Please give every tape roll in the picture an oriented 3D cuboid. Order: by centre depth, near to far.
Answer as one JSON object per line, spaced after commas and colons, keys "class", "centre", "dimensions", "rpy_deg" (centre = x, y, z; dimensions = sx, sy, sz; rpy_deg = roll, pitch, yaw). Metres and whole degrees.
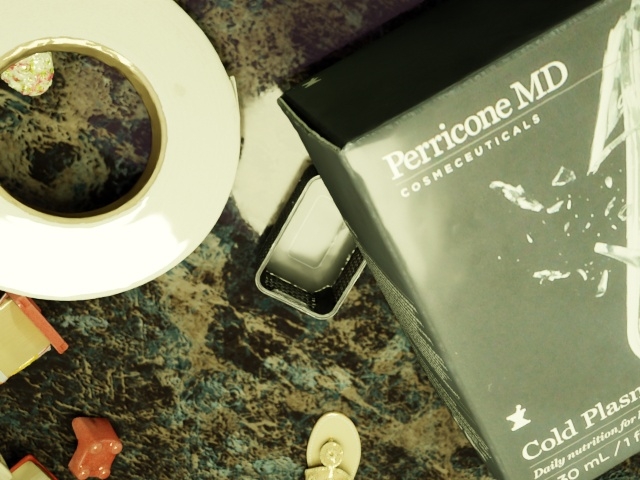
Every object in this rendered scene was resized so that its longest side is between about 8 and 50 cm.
{"class": "tape roll", "centre": [-0.286, -0.125, 0.719], "dimensions": [0.393, 0.072, 0.391], "rpy_deg": [-4, 99, -25]}

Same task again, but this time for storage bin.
{"class": "storage bin", "centre": [0.000, 0.000, 0.847], "dimensions": [0.122, 0.084, 0.180], "rpy_deg": [27, 103, -12]}

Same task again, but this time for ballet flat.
{"class": "ballet flat", "centre": [-0.384, -0.290, 0.731], "dimensions": [0.091, 0.077, 0.240], "rpy_deg": [-10, 109, -2]}

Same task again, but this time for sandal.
{"class": "sandal", "centre": [0.015, 0.394, 0.977], "dimensions": [0.088, 0.079, 0.239], "rpy_deg": [9, 107, -7]}

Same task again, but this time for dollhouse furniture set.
{"class": "dollhouse furniture set", "centre": [-0.420, 0.223, 0.849], "dimensions": [0.201, 0.152, 0.374], "rpy_deg": [-39, 135, -23]}

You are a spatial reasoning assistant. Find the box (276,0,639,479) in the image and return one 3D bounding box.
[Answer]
{"class": "box", "centre": [0.286, -0.051, 0.685], "dimensions": [0.480, 0.297, 0.471], "rpy_deg": [-30, 114, -1]}
